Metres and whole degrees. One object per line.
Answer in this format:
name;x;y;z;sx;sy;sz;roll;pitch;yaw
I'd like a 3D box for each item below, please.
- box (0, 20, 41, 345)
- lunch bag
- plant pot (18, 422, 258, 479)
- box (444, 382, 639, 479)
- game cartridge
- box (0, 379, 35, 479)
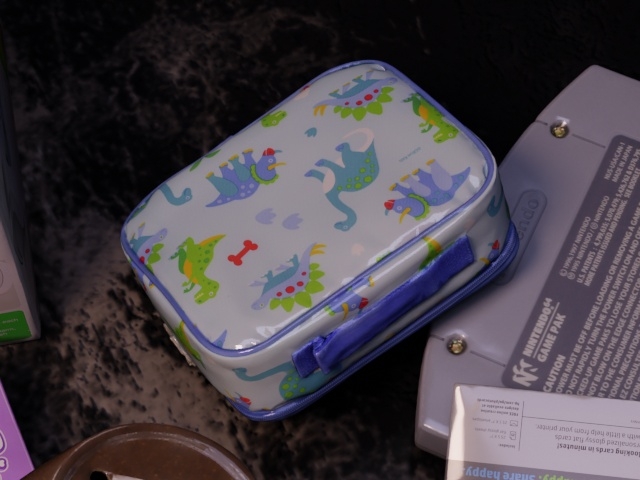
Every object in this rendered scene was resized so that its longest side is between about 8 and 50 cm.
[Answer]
box;-0.265;-0.091;1.064;0.127;0.231;0.262;-10;61;-5
lunch bag;0.000;0.000;1.065;0.219;0.090;0.176;-36;47;-11
plant pot;-0.105;0.194;0.830;0.215;0.230;0.215;13;49;-15
box;0.139;0.181;0.986;0.145;0.038;0.186;6;82;9
game cartridge;0.183;0.032;1.101;0.198;0.062;0.297;21;63;16
box;-0.235;0.225;0.988;0.201;0.057;0.293;-21;63;-11
